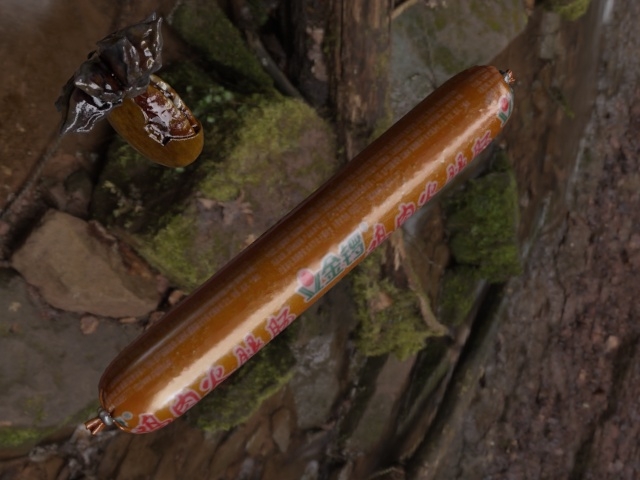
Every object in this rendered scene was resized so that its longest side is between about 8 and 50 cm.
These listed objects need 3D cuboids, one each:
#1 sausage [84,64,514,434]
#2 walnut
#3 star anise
[{"bbox_3d":[0.000,0.000,0.436,0.348,0.053,0.053,-40,137,-12],"label":"sausage"},{"bbox_3d":[-0.268,-0.196,1.116,0.207,0.115,0.116,45,62,-35],"label":"walnut"},{"bbox_3d":[-0.283,-0.232,0.974,0.089,0.209,0.231,52,35,-18],"label":"star anise"}]
